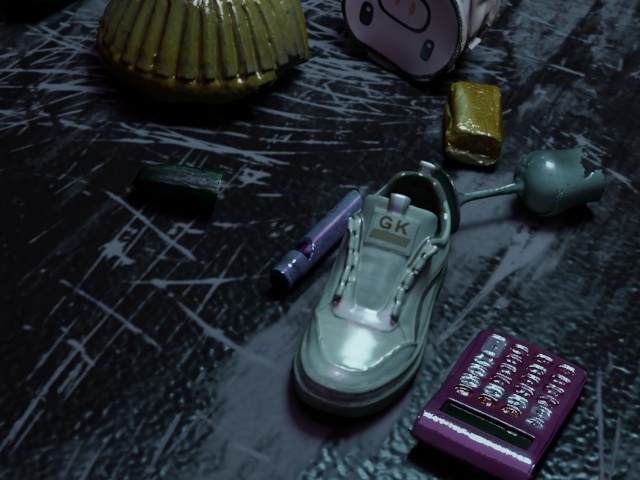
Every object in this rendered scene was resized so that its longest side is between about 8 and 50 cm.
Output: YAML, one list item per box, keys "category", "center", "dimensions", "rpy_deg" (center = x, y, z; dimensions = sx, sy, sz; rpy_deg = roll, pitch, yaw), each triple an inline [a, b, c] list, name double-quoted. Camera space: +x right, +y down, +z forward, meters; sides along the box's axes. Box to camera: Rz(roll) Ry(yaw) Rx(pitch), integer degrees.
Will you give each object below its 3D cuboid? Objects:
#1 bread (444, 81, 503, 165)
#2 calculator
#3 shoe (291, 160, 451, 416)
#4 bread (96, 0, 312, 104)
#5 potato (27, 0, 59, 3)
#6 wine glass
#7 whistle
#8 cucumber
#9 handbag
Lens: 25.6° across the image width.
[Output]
- category: "bread"
  center: [0.189, -0.145, 1.736]
  dimensions: [0.074, 0.053, 0.132]
  rpy_deg: [9, 41, -4]
- category: "calculator"
  center: [0.180, 0.163, 1.395]
  dimensions: [0.127, 0.034, 0.190]
  rpy_deg: [22, 38, 19]
- category: "shoe"
  center: [0.066, 0.030, 1.439]
  dimensions: [0.124, 0.159, 0.316]
  rpy_deg: [16, 39, 9]
- category: "bread"
  center: [-0.147, -0.278, 1.774]
  dimensions: [0.274, 0.149, 0.274]
  rpy_deg: [2, 35, -1]
- category: "potato"
  center: [-0.363, -0.406, 1.886]
  dimensions: [0.174, 0.159, 0.251]
  rpy_deg: [-4, 45, 25]
- category: "wine glass"
  center: [0.228, -0.060, 1.623]
  dimensions: [0.195, 0.079, 0.079]
  rpy_deg: [-12, 44, -19]
- category: "whistle"
  center: [0.000, 0.000, 1.556]
  dimensions: [0.033, 0.033, 0.176]
  rpy_deg: [25, 44, 20]
- category: "cucumber"
  center: [-0.162, -0.065, 1.597]
  dimensions: [0.105, 0.048, 0.048]
  rpy_deg: [11, 41, 5]
- category: "handbag"
  center: [0.128, -0.316, 1.833]
  dimensions: [0.205, 0.179, 0.116]
  rpy_deg: [34, 40, 20]
